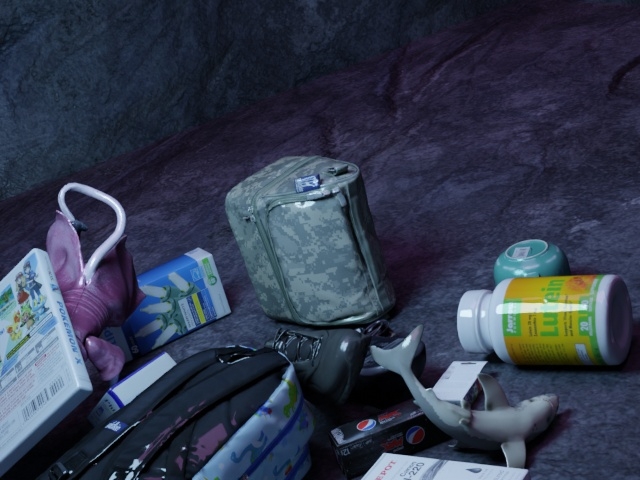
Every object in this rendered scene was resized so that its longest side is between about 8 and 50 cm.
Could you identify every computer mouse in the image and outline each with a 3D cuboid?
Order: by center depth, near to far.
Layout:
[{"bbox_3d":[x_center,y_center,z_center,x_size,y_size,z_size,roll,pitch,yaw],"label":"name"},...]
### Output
[{"bbox_3d":[0.090,0.204,1.927,0.188,0.072,0.272,-27,11,-20],"label":"computer mouse"}]

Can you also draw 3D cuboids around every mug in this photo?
[{"bbox_3d":[0.368,0.060,2.028,0.129,0.097,0.157,-24,22,-20],"label":"mug"}]

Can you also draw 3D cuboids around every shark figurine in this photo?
[{"bbox_3d":[0.188,0.246,1.652,0.116,0.278,0.166,-50,19,54],"label":"shark figurine"}]

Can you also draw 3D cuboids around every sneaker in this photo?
[{"bbox_3d":[-0.017,0.180,1.780,0.109,0.130,0.286,-67,12,-22],"label":"sneaker"}]

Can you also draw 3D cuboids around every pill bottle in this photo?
[{"bbox_3d":[0.342,0.124,1.832,0.245,0.136,0.136,-3,24,31],"label":"pill bottle"}]

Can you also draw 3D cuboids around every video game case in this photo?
[{"bbox_3d":[-0.523,0.224,1.945,0.329,0.036,0.300,-42,51,19],"label":"video game case"}]

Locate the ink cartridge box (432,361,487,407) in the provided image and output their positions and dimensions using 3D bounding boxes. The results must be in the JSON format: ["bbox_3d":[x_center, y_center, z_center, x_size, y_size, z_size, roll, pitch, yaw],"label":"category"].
[{"bbox_3d":[0.212,0.225,1.825,0.062,0.029,0.115,-3,23,32],"label":"ink cartridge box"}]

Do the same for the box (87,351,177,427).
[{"bbox_3d":[-0.300,0.263,1.963,0.126,0.072,0.137,-34,-7,-39],"label":"box"}]

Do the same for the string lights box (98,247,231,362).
[{"bbox_3d":[-0.318,0.129,2.315,0.259,0.133,0.076,-26,21,-22],"label":"string lights box"}]

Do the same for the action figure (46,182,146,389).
[{"bbox_3d":[-0.403,0.127,2.046,0.248,0.276,0.370,18,34,-7],"label":"action figure"}]

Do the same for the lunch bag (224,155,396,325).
[{"bbox_3d":[0.000,0.000,2.168,0.256,0.305,0.212,5,30,46],"label":"lunch bag"}]

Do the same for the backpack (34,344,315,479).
[{"bbox_3d":[-0.169,0.295,1.670,0.290,0.273,0.356,0,45,44],"label":"backpack"}]

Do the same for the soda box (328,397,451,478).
[{"bbox_3d":[0.101,0.280,1.722,0.168,0.060,0.053,-19,22,-10],"label":"soda box"}]

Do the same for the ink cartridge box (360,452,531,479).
[{"bbox_3d":[0.140,0.350,1.473,0.217,0.092,0.158,-2,24,37],"label":"ink cartridge box"}]
